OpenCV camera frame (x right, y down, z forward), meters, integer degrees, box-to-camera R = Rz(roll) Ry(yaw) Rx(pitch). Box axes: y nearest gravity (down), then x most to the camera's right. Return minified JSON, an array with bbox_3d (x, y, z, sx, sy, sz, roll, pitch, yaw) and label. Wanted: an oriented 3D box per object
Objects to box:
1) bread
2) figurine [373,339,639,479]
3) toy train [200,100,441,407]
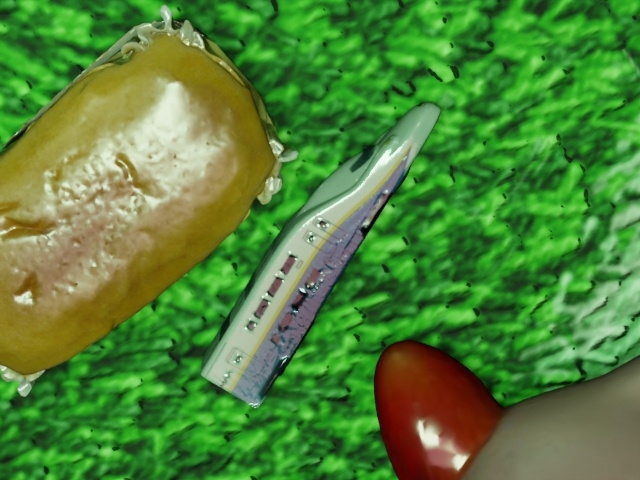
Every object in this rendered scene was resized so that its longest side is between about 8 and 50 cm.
[{"bbox_3d":[-0.139,-0.025,0.986,0.241,0.107,0.136,-40,103,6],"label":"bread"},{"bbox_3d":[0.177,0.204,1.030,0.261,0.270,0.211,-8,134,0],"label":"figurine"},{"bbox_3d":[0.000,0.000,1.035,0.051,0.052,0.234,30,101,-8],"label":"toy train"}]
